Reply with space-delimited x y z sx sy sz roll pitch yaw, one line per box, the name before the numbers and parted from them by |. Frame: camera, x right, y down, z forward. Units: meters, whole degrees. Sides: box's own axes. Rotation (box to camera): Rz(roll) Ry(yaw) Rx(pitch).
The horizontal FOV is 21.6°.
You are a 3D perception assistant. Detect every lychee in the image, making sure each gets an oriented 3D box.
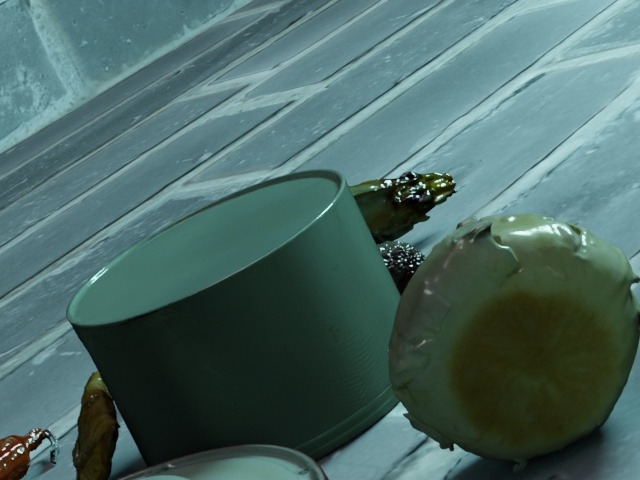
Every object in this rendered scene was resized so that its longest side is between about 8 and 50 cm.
lychee | 0.056 0.033 1.343 0.067 0.068 0.083 14 5 -13

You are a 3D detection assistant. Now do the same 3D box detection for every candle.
candle | -0.268 0.192 1.354 0.048 0.053 0.162 -7 21 36

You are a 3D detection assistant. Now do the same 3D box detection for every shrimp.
shrimp | 0.000 -0.001 1.494 0.267 0.061 0.145 -26 -25 -8

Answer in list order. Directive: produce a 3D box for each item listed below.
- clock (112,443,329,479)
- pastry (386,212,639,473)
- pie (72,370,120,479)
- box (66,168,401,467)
clock | -0.138 0.213 1.018 0.319 0.080 0.318 -24 16 7
pastry | 0.114 0.057 1.002 0.166 0.165 0.088 -27 21 -4
pie | -0.171 0.156 1.273 0.034 0.092 0.170 12 11 -13
box | -0.054 0.065 1.237 0.226 0.149 0.226 -24 15 7
